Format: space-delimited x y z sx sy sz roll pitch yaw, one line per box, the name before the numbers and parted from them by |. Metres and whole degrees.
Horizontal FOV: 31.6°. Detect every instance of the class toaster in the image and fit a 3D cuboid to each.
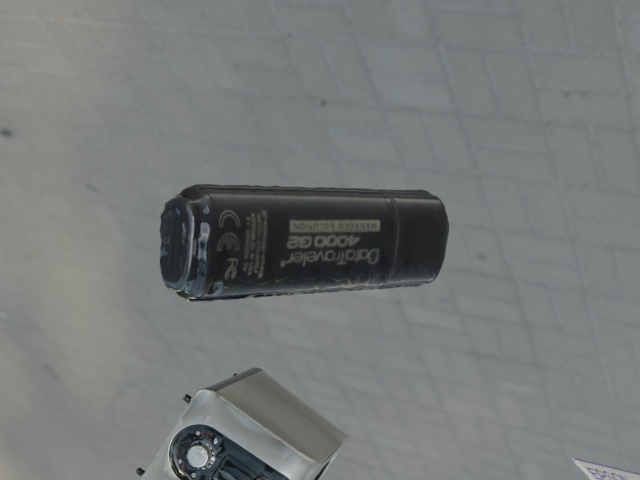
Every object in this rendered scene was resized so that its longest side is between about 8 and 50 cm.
toaster | -0.074 0.196 0.878 0.110 0.168 0.185 35 -174 9

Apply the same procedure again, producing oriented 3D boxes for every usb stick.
usb stick | 0.000 0.000 0.800 0.045 0.077 0.278 11 -172 40

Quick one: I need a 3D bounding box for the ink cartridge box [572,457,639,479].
ink cartridge box | 0.261 0.223 0.678 0.206 0.045 0.208 20 -161 -42
